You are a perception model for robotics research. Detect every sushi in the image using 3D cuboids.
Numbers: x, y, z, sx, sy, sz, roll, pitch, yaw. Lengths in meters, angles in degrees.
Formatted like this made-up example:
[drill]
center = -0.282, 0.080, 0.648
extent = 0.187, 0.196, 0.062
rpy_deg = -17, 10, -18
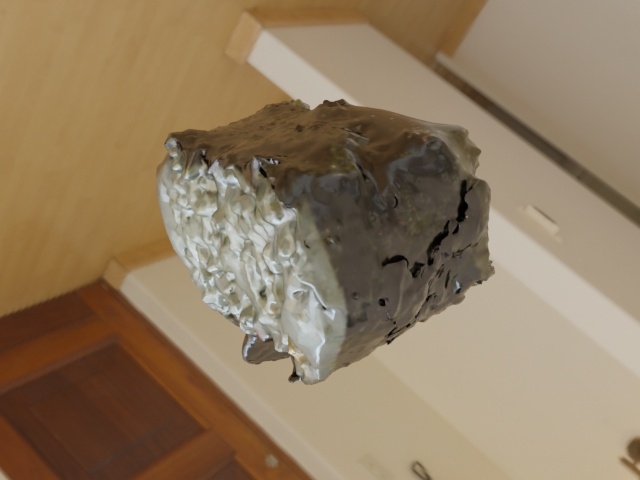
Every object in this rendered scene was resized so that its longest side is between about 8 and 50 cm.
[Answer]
[sushi]
center = 0.000, 0.000, 0.451
extent = 0.115, 0.147, 0.212
rpy_deg = -21, -167, -24
